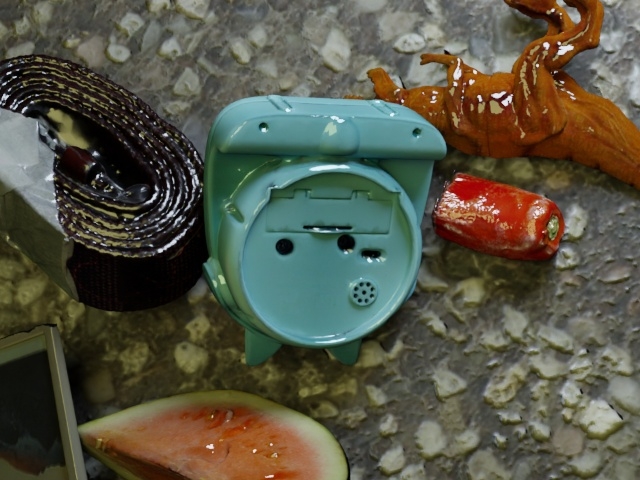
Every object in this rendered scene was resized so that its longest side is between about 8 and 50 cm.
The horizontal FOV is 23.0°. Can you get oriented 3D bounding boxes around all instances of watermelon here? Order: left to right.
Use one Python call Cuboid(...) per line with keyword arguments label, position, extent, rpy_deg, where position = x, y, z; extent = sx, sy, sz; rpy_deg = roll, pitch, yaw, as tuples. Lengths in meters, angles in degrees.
Cuboid(label="watermelon", position=(-0.084, 0.245, 1.539), extent=(0.303, 0.159, 0.128), rpy_deg=(18, 119, 36))

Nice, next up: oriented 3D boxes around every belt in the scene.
Cuboid(label="belt", position=(-0.238, -0.053, 1.606), extent=(0.289, 0.164, 0.184), rpy_deg=(40, 66, 17))

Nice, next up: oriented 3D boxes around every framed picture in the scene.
Cuboid(label="framed picture", position=(-0.348, 0.207, 1.616), extent=(0.265, 0.018, 0.192), rpy_deg=(-21, 75, 34))

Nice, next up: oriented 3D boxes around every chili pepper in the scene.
Cuboid(label="chili pepper", position=(0.176, -0.019, 1.541), extent=(0.123, 0.073, 0.070), rpy_deg=(17, 102, 19))

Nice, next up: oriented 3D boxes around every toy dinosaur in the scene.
Cuboid(label="toy dinosaur", position=(0.231, -0.144, 1.534), extent=(0.432, 0.097, 0.208), rpy_deg=(15, 97, 18))

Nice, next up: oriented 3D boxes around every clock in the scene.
Cuboid(label="clock", position=(0.000, 0.000, 1.516), extent=(0.223, 0.094, 0.274), rpy_deg=(-1, 107, -15))
